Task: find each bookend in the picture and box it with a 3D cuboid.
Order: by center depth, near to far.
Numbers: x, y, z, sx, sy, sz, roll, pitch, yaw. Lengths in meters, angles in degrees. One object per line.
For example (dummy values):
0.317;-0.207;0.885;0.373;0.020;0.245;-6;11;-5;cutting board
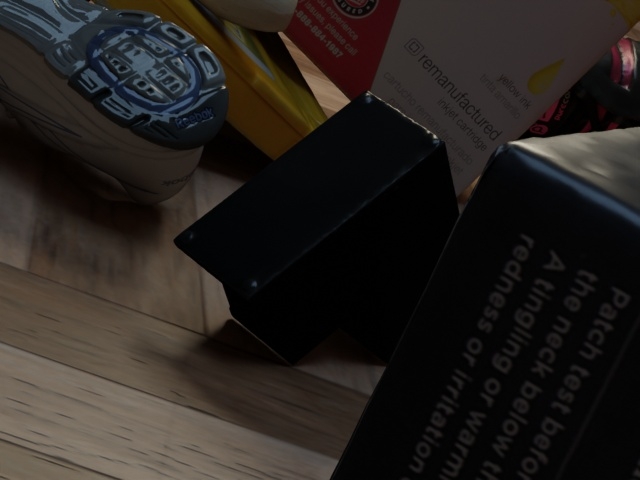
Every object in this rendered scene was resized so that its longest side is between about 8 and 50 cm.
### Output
0.009;0.020;1.210;0.072;0.156;0.157;36;-24;36;bookend

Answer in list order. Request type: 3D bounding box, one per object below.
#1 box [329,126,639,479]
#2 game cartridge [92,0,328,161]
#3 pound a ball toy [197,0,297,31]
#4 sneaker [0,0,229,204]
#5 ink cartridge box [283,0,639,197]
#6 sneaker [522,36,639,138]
0.282;0.182;0.743;0.471;0.297;0.480;32;18;20;box
-0.115;-0.198;1.533;0.323;0.052;0.285;40;14;-37;game cartridge
-0.091;-0.300;1.523;0.135;0.208;0.319;20;10;-24;pound a ball toy
-0.196;-0.127;1.313;0.297;0.129;0.111;41;57;14;sneaker
0.141;-0.273;1.659;0.279;0.384;0.160;43;5;-31;ink cartridge box
0.267;-0.140;2.003;0.482;0.185;0.202;24;34;12;sneaker
